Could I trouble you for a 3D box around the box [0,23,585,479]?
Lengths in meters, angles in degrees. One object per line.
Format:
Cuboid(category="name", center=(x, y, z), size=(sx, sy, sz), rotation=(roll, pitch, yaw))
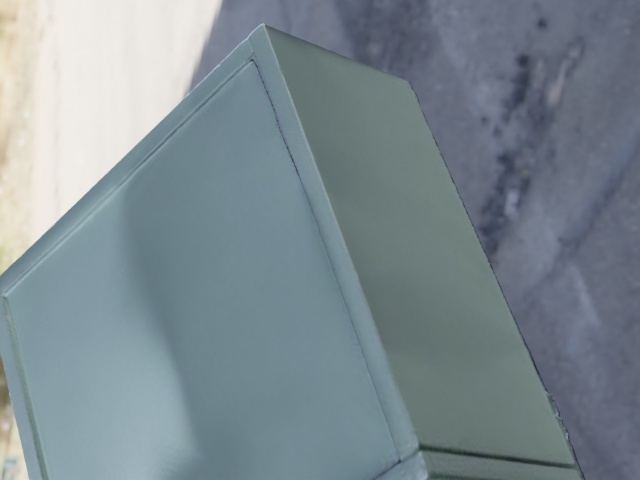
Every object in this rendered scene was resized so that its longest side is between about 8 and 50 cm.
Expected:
Cuboid(category="box", center=(-0.026, 0.064, 0.706), size=(0.225, 0.117, 0.225), rotation=(-39, 56, 31))
